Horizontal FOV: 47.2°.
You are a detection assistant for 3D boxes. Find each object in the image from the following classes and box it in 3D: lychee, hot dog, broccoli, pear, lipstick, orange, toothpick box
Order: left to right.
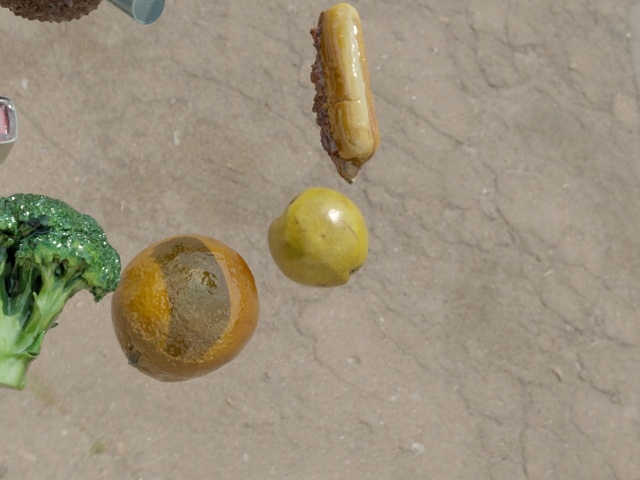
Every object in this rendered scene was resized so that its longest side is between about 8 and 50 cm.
[{"bbox_3d":[-0.552,-0.156,1.188,0.077,0.253,0.079,-6,82,-32],"label":"lipstick"},{"bbox_3d":[-0.407,0.066,0.997,0.254,0.269,0.269,12,60,-6],"label":"broccoli"},{"bbox_3d":[-0.454,-0.466,1.245,0.238,0.200,0.200,-33,82,-28],"label":"lychee"},{"bbox_3d":[-0.239,-0.311,0.916,0.083,0.052,0.052,38,52,25],"label":"toothpick box"},{"bbox_3d":[-0.232,0.119,1.250,0.264,0.264,0.264,11,61,-20],"label":"orange"},{"bbox_3d":[0.000,0.000,1.490,0.209,0.209,0.209,11,61,-20],"label":"pear"},{"bbox_3d":[0.026,-0.197,0.983,0.076,0.102,0.249,-4,80,-15],"label":"hot dog"}]
